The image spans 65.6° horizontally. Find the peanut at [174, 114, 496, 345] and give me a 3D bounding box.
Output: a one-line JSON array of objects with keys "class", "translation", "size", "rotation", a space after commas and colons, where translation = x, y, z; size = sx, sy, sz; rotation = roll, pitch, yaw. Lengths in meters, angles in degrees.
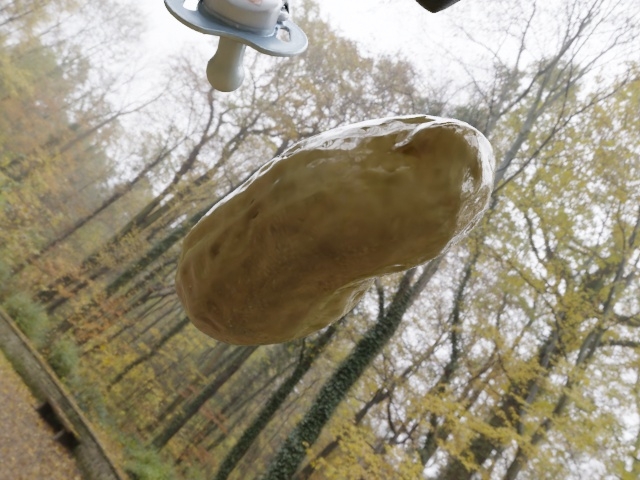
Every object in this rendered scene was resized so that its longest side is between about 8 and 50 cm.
[{"class": "peanut", "translation": [0.000, 0.000, 0.523], "size": [0.387, 0.169, 0.192], "rotation": [-30, -52, 31]}]

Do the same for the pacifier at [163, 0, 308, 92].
[{"class": "pacifier", "translation": [-0.185, -0.430, 1.058], "size": [0.299, 0.244, 0.233], "rotation": [15, -52, -15]}]

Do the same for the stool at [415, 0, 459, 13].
[{"class": "stool", "translation": [0.163, -0.427, 0.627], "size": [0.232, 0.232, 0.141], "rotation": [104, -33, -61]}]
